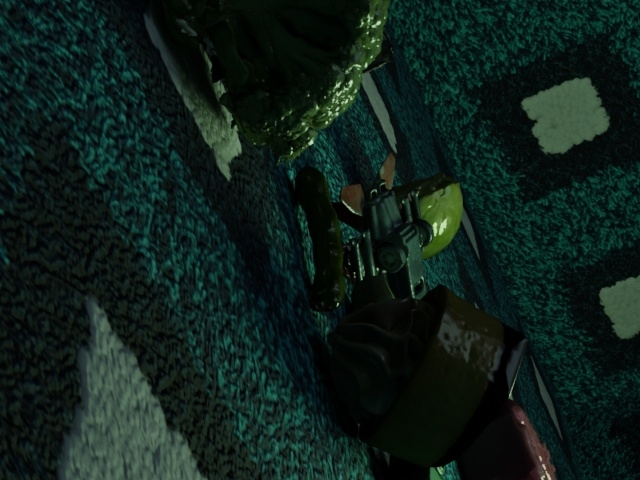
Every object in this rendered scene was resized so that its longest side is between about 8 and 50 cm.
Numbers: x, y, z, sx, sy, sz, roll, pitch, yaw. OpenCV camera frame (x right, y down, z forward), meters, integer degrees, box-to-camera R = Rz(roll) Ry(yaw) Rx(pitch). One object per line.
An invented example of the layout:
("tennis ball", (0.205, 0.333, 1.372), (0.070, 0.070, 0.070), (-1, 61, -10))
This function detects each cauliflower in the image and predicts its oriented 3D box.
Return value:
("cauliflower", (-0.064, -0.234, 1.547), (0.250, 0.272, 0.275), (10, 24, -31))

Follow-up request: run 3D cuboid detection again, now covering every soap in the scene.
("soap", (0.309, 0.398, 2.269), (0.220, 0.127, 0.325), (-22, 90, -80))

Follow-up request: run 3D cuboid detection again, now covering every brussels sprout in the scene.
("brussels sprout", (0.156, -0.030, 2.304), (0.149, 0.151, 0.122), (-95, 166, -74))

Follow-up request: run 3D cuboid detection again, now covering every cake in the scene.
("cake", (0.097, 0.128, 1.617), (0.178, 0.208, 0.185), (37, 20, -11))

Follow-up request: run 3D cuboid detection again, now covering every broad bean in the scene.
("broad bean", (0.001, 0.000, 1.746), (0.052, 0.052, 0.256), (17, 39, -20))

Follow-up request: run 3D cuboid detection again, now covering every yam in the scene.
("yam", (0.073, 0.109, 1.824), (0.169, 0.068, 0.068), (-91, 157, -61))

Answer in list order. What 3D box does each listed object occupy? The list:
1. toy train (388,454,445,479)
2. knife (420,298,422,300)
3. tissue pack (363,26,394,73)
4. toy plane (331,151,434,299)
("toy train", (0.129, 0.306, 1.722), (0.099, 0.070, 0.172), (-83, 151, -48))
("knife", (0.136, 0.028, 2.435), (0.045, 0.021, 0.222), (-50, 118, -75))
("tissue pack", (-0.027, -0.302, 1.862), (0.073, 0.173, 0.235), (-71, 137, -77))
("toy plane", (0.104, 0.056, 1.991), (0.223, 0.104, 0.326), (-37, 111, -51))
